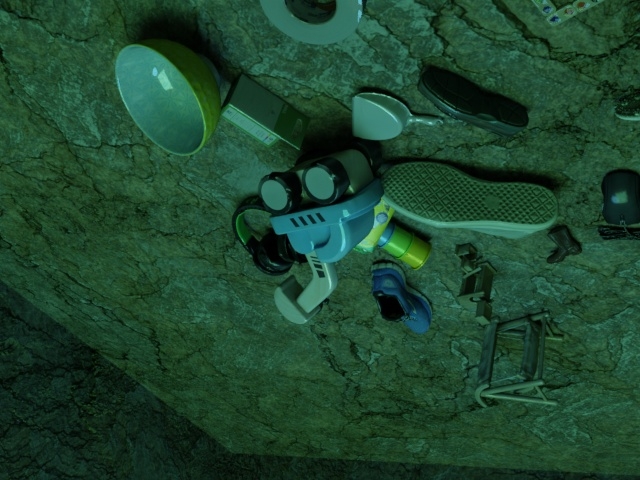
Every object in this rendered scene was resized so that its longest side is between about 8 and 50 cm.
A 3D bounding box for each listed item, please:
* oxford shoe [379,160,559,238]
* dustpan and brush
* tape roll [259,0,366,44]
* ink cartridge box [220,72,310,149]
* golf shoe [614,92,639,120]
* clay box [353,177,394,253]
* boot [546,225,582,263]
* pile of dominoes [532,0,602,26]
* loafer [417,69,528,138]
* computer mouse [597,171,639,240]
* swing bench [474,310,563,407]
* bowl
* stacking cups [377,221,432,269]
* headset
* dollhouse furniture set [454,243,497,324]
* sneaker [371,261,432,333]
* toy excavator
[{"bbox_3d":[0.369,-0.094,1.911,0.450,0.169,0.130,10,168,10],"label":"oxford shoe"},{"bbox_3d":[0.185,-0.290,1.798,0.211,0.060,0.147,16,148,13],"label":"dustpan and brush"},{"bbox_3d":[-0.013,-0.510,1.542,0.219,0.072,0.219,11,147,8],"label":"tape roll"},{"bbox_3d":[-0.137,-0.305,1.858,0.209,0.108,0.062,31,144,-20],"label":"ink cartridge box"},{"bbox_3d":[0.713,-0.268,1.579,0.176,0.069,0.086,-2,148,28],"label":"golf shoe"},{"bbox_3d":[0.119,-0.063,2.054,0.128,0.053,0.222,22,114,-7],"label":"clay box"},{"bbox_3d":[0.636,0.011,2.036,0.106,0.037,0.114,-28,130,31],"label":"boot"},{"bbox_3d":[0.477,-0.502,1.366,0.196,0.040,0.251,37,141,-28],"label":"pile of dominoes"},{"bbox_3d":[0.331,-0.293,1.689,0.268,0.096,0.084,21,152,-9],"label":"loafer"},{"bbox_3d":[0.780,-0.064,1.845,0.184,0.060,0.262,4,145,20],"label":"computer mouse"},{"bbox_3d":[0.614,0.378,2.382,0.255,0.253,0.165,-9,138,32],"label":"swing bench"},{"bbox_3d":[-0.331,-0.362,1.791,0.290,0.156,0.289,27,140,26],"label":"bowl"},{"bbox_3d":[0.165,-0.033,2.152,0.316,0.096,0.096,31,144,-12],"label":"stacking cups"},{"bbox_3d":[-0.111,0.043,2.281,0.394,0.185,0.243,44,140,-17],"label":"headset"},{"bbox_3d":[0.417,0.131,2.176,0.101,0.181,0.161,-17,134,41],"label":"dollhouse furniture set"},{"bbox_3d":[0.247,0.214,2.405,0.130,0.147,0.330,-11,138,35],"label":"sneaker"},{"bbox_3d":[0.000,0.000,1.970,0.433,0.222,0.444,-11,107,38],"label":"toy excavator"}]
